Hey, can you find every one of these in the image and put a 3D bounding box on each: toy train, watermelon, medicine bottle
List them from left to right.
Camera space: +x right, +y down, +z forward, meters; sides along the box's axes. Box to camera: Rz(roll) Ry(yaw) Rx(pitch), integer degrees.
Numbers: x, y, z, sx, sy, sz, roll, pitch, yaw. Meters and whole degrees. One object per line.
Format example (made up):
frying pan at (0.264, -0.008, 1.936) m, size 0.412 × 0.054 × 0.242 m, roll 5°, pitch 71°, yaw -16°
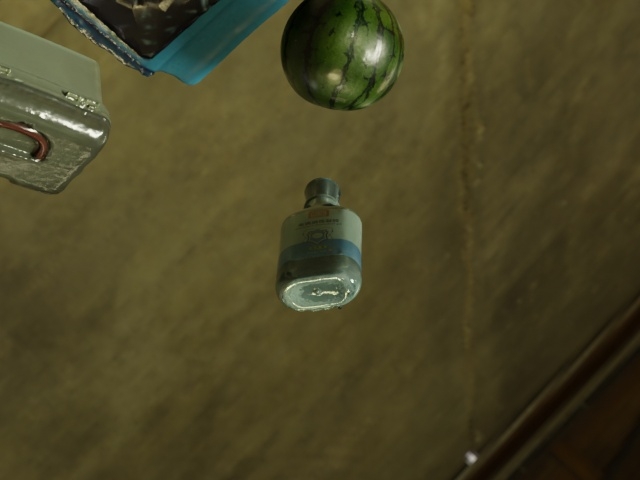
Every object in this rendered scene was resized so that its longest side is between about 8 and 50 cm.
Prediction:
toy train at (-0.165, -0.300, 1.188) m, size 0.188 × 0.300 × 0.265 m, roll -38°, pitch -152°, yaw 25°
medicine bottle at (0.000, 0.000, 1.525) m, size 0.208 × 0.090 × 0.054 m, roll -88°, pitch 168°, yaw -58°
watermelon at (0.018, -0.154, 1.110) m, size 0.109 × 0.109 × 0.109 m, roll -41°, pitch 160°, yaw -18°

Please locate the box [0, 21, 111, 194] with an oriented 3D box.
box at (-0.347, -0.153, 1.580) m, size 0.210 × 0.129 × 0.148 m, roll 20°, pitch 136°, yaw -32°
